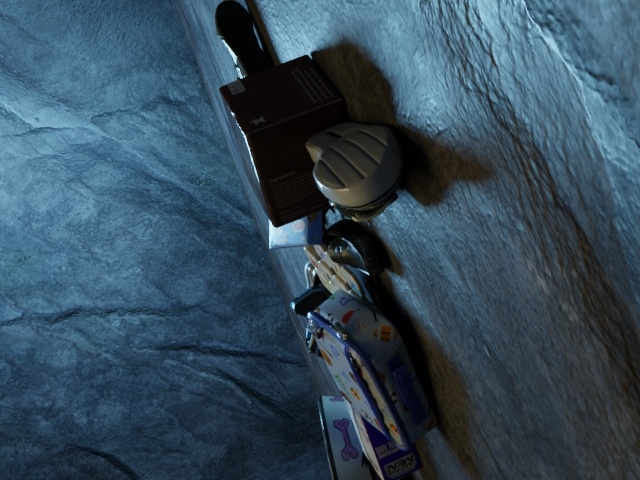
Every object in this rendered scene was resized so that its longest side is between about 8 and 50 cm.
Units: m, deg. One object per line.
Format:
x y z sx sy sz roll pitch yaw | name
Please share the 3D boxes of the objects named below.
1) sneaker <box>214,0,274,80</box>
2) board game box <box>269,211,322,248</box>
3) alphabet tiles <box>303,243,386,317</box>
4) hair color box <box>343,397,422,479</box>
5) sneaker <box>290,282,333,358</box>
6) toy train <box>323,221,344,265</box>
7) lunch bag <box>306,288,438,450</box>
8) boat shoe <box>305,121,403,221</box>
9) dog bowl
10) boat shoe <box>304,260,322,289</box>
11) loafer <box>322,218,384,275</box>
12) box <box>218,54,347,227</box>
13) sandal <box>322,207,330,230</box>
-0.171 -0.413 1.773 0.227 0.087 0.130 61 164 9 | sneaker
-0.052 -0.093 1.579 0.160 0.039 0.212 -5 84 59 | board game box
0.063 0.119 1.636 0.284 0.021 0.278 43 166 43 | alphabet tiles
0.121 0.386 1.919 0.185 0.110 0.339 -140 28 -71 | hair color box
0.035 0.269 2.046 0.125 0.139 0.341 -161 48 -77 | sneaker
0.000 0.000 1.892 0.125 0.046 0.166 114 134 -79 | toy train
0.098 0.244 1.515 0.243 0.115 0.303 34 155 55 | lunch bag
0.061 -0.088 1.118 0.119 0.121 0.335 60 -176 -17 | boat shoe
0.107 0.625 2.262 0.408 0.150 0.408 -12 -90 -90 | dog bowl
-0.002 0.143 2.210 0.066 0.066 0.183 -128 18 -58 | boat shoe
0.056 0.020 1.469 0.223 0.078 0.076 -132 19 -67 | loafer
-0.049 -0.166 1.351 0.168 0.167 0.203 -120 12 -46 | box
-0.008 -0.078 1.670 0.090 0.060 0.219 28 149 14 | sandal
